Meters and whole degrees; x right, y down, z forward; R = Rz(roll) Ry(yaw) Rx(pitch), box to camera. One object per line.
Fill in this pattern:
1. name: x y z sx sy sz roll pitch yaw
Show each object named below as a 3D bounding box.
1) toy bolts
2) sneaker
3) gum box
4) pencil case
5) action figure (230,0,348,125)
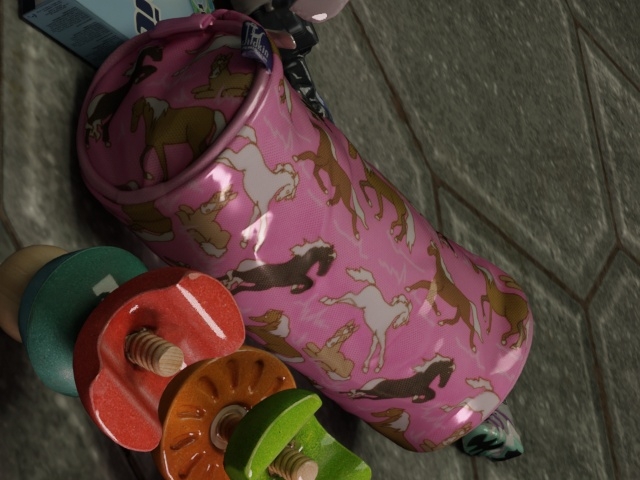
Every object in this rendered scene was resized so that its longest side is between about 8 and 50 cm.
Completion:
1. toy bolts: -0.118 0.108 1.088 0.218 0.158 0.228 -45 130 -20
2. sneaker: 0.141 0.150 1.621 0.098 0.038 0.069 36 37 -63
3. gum box: -0.140 -0.188 1.327 0.184 0.041 0.157 35 40 -51
4. pencil case: 0.000 0.000 1.325 0.386 0.167 0.160 44 1 -41
5. action figure: -0.007 -0.250 1.449 0.330 0.179 0.341 -122 -172 -74
